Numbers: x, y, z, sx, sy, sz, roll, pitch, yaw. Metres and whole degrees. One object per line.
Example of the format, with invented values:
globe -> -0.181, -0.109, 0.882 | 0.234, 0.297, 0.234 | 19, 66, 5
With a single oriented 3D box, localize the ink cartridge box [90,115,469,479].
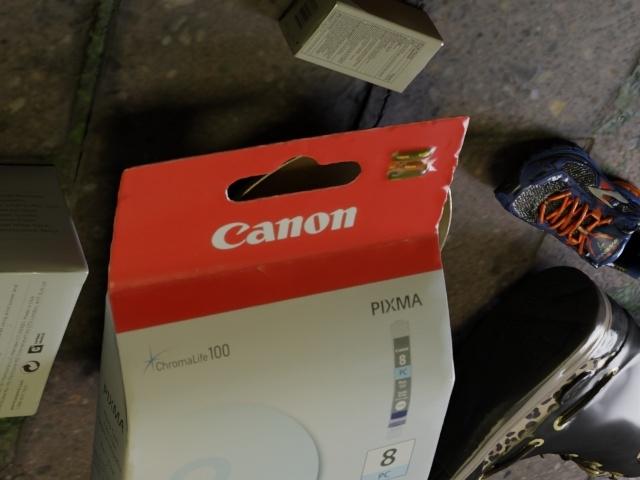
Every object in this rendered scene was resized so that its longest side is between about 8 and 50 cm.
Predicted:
ink cartridge box -> -0.026, 0.088, 1.414 | 0.308, 0.091, 0.385 | -10, 135, -23

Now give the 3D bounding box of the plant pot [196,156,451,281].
plant pot -> 0.000, 0.000, 1.437 | 0.236, 0.032, 0.236 | -17, 137, -16

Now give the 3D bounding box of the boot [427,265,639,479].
boot -> 0.216, 0.200, 1.772 | 0.284, 0.138, 0.377 | 24, 118, -44

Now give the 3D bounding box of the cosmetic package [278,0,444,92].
cosmetic package -> 0.032, -0.160, 1.303 | 0.115, 0.041, 0.060 | 16, 128, -40

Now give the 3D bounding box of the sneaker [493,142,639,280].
sneaker -> 0.246, -0.023, 1.548 | 0.221, 0.087, 0.083 | 17, 127, -41

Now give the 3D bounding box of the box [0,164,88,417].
box -> -0.297, 0.042, 1.309 | 0.181, 0.119, 0.181 | -1, 137, -28
